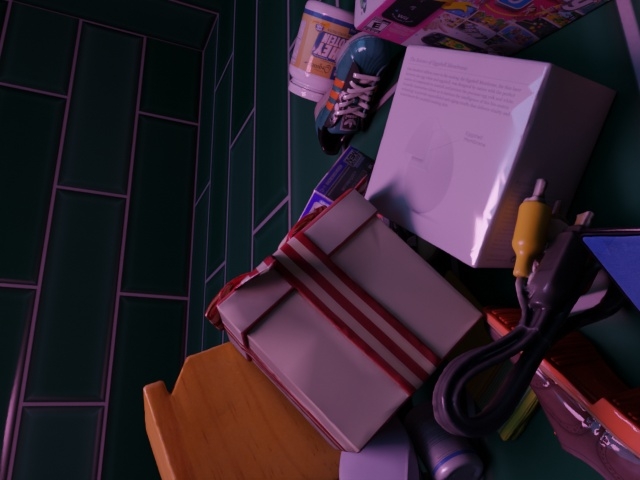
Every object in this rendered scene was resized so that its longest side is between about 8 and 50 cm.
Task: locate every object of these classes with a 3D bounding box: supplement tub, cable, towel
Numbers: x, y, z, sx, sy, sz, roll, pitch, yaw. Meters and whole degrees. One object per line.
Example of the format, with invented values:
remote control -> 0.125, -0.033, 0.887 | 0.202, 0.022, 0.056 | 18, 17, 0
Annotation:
supplement tub -> 0.167, 0.283, 0.731 | 0.107, 0.071, 0.070 | -120, 44, -54
cable -> 0.212, 0.078, 0.526 | 0.287, 0.139, 0.072 | -54, 10, -17
supplement tub -> 0.012, -0.422, 1.195 | 0.144, 0.145, 0.199 | -123, 46, -56
towel -> 0.217, 0.147, 0.728 | 0.102, 0.021, 0.237 | -67, 28, 24

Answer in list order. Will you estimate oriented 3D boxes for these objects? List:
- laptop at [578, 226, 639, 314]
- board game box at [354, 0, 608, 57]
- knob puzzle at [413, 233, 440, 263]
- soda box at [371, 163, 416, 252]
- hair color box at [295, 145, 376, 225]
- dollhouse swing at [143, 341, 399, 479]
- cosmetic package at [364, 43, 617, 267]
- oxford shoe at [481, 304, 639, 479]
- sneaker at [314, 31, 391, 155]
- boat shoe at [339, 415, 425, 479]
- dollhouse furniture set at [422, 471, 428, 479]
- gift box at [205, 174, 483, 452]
laptop -> 0.323, 0.207, 0.207 | 0.382, 0.237, 0.407 | -179, 96, -66
board game box -> 0.209, -0.328, 0.632 | 0.303, 0.224, 0.097 | 166, 111, -65
knob puzzle -> 0.168, -0.039, 0.874 | 0.213, 0.030, 0.212 | -30, 56, 60
soda box -> 0.120, -0.052, 0.879 | 0.060, 0.054, 0.168 | 154, 120, -61
hair color box -> 0.000, 0.000, 1.047 | 0.338, 0.110, 0.185 | -57, -1, 41
dollhouse swing -> -0.094, 0.342, 0.889 | 0.314, 0.347, 0.305 | 65, 150, 16
cosmetic package -> 0.195, -0.110, 0.668 | 0.224, 0.138, 0.224 | 37, 119, 51
oxford shoe -> 0.253, 0.160, 0.554 | 0.271, 0.097, 0.098 | -127, 43, -58
sneaker -> 0.068, -0.288, 1.090 | 0.302, 0.108, 0.120 | 125, 144, -60
boat shoe -> 0.108, 0.359, 0.679 | 0.113, 0.105, 0.306 | -34, 30, 7
dollhouse furniture set -> 0.019, 0.530, 0.812 | 0.174, 0.304, 0.355 | 52, -142, -69
gift box -> 0.025, 0.090, 0.688 | 0.258, 0.255, 0.276 | 44, 157, 12
